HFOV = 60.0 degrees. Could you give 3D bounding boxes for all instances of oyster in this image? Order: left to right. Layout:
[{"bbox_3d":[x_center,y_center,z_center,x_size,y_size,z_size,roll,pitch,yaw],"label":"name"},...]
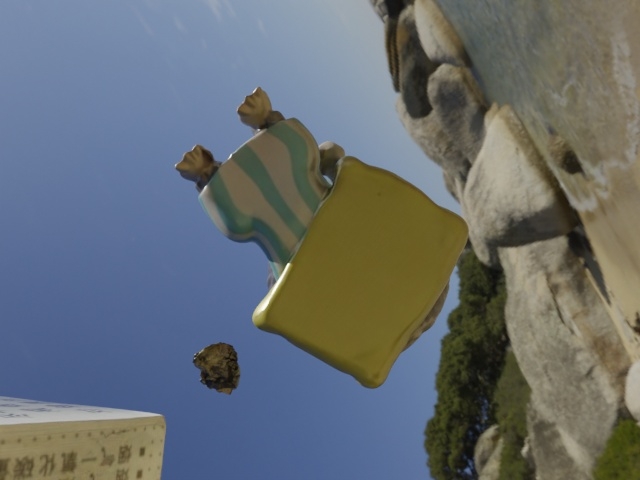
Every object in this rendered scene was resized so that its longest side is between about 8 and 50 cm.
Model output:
[{"bbox_3d":[-0.123,0.162,0.681,0.019,0.054,0.083,-124,19,-51],"label":"oyster"}]

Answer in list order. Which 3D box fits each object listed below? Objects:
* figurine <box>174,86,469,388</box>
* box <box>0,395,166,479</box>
[{"bbox_3d":[0.000,0.000,0.817,0.361,0.266,0.378,47,177,-1],"label":"figurine"},{"bbox_3d":[-0.266,0.123,0.255,0.330,0.210,0.095,29,-120,-60],"label":"box"}]
